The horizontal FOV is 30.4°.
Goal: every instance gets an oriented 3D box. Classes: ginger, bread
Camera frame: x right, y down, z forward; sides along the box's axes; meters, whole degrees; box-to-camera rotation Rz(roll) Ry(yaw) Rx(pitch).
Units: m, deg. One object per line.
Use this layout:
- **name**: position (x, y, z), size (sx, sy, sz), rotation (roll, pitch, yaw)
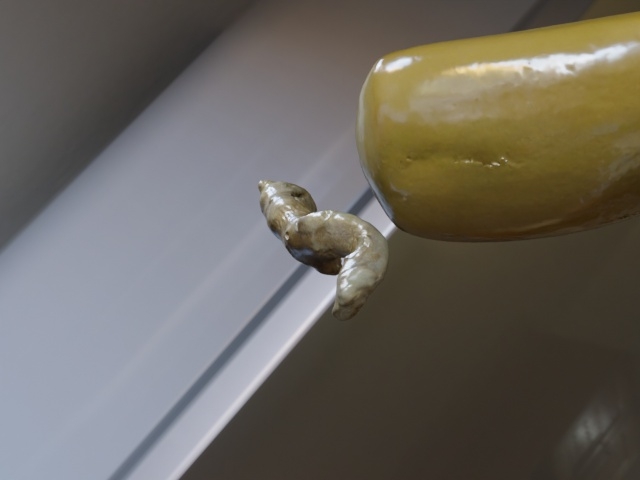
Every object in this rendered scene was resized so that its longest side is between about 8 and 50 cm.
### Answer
- **ginger**: position (0.000, 0.000, 1.047), size (0.089, 0.075, 0.288), rotation (49, -3, -25)
- **bread**: position (0.131, -0.058, 0.709), size (0.147, 0.217, 0.098), rotation (70, 11, -45)
